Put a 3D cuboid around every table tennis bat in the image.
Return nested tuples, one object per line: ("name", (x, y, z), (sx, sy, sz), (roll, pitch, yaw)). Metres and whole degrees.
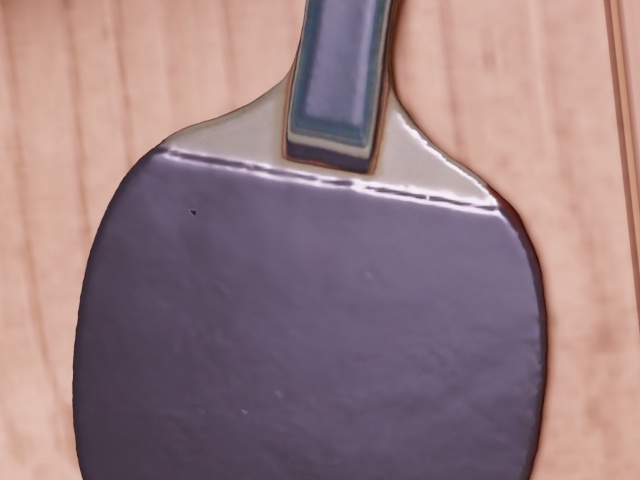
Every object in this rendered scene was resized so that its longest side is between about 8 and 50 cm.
("table tennis bat", (0.000, 0.000, 0.601), (0.154, 0.021, 0.274), (11, 104, 12))
